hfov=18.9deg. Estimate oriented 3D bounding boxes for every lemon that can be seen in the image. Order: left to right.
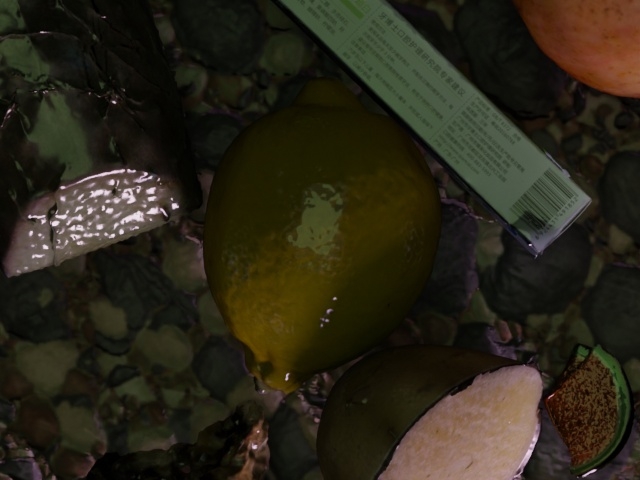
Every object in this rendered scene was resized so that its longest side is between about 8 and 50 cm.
[{"bbox_3d":[0.000,0.000,1.475,0.184,0.184,0.248,11,94,4],"label":"lemon"}]

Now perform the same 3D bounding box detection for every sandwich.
[{"bbox_3d":[0.216,0.132,1.535,0.069,0.026,0.101,-21,83,6],"label":"sandwich"}]

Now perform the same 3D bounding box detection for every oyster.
[{"bbox_3d":[-0.125,0.239,1.484,0.214,0.083,0.223,-16,54,0],"label":"oyster"}]

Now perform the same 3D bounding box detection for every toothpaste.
[{"bbox_3d":[0.072,-0.125,1.525,0.336,0.081,0.067,45,90,4],"label":"toothpaste"}]

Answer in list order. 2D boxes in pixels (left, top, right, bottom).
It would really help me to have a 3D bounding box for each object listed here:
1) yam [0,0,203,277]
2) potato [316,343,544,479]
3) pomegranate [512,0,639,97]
[{"bbox_3d":[-0.218,-0.120,1.495,0.202,0.201,0.271,-20,93,3],"label":"yam"},{"bbox_3d":[0.071,0.140,1.480,0.117,0.202,0.182,38,121,32],"label":"potato"},{"bbox_3d":[0.251,-0.266,1.415,0.322,0.322,0.322,0,87,3],"label":"pomegranate"}]
